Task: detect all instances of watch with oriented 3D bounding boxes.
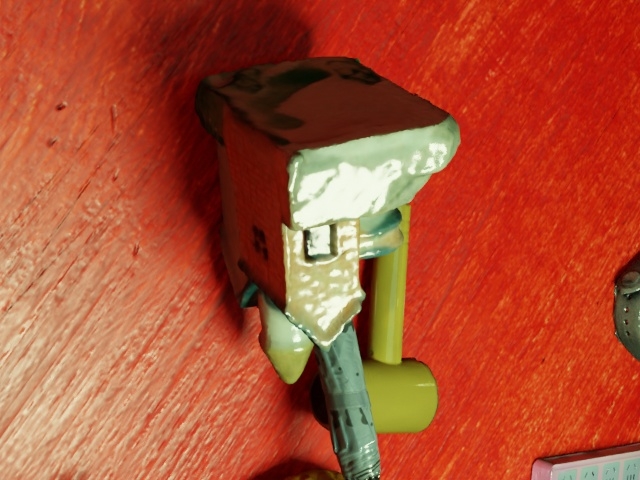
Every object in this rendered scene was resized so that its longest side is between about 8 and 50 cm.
[{"bbox_3d":[0.512,0.088,1.906,0.206,0.068,0.193,-45,122,-21],"label":"watch"}]

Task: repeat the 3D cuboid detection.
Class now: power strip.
[{"bbox_3d":[0.397,0.353,1.879,0.279,0.037,0.109,-1,98,-38],"label":"power strip"}]

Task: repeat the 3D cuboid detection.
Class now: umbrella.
[{"bbox_3d":[0.032,0.199,1.456,0.053,0.052,0.250,-11,84,4],"label":"umbrella"}]

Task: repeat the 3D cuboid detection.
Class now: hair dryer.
[{"bbox_3d":[0.067,0.088,1.557,0.135,0.090,0.279,5,89,-36],"label":"hair dryer"}]

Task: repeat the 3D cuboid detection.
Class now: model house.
[{"bbox_3d":[0.000,0.000,1.382,0.194,0.267,0.325,-11,117,-23],"label":"model house"}]

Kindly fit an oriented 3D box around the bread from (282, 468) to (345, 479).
[{"bbox_3d":[-0.001,0.381,1.509,0.240,0.139,0.240,-4,97,-39],"label":"bread"}]
